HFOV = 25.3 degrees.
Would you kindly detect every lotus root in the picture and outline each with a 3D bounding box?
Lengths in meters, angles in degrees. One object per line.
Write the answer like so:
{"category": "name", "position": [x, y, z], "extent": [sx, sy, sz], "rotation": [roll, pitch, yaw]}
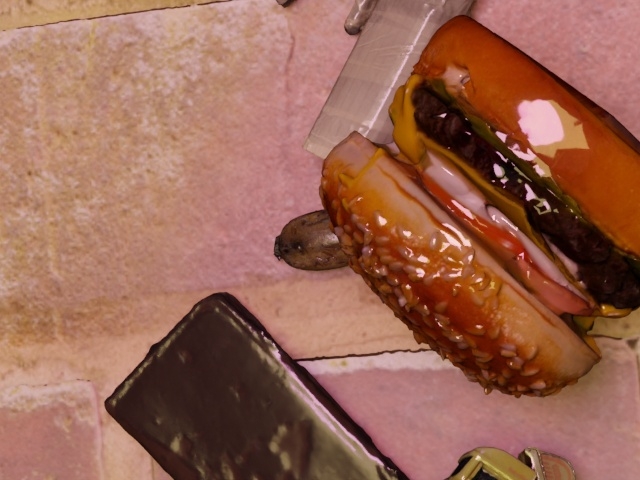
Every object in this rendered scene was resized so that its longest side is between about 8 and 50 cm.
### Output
{"category": "lotus root", "position": [0.000, 0.000, 1.259], "extent": [0.099, 0.049, 0.054], "rotation": [-10, 88, 21]}

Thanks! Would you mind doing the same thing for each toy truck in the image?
{"category": "toy truck", "position": [0.184, 0.240, 1.172], "extent": [0.191, 0.085, 0.116], "rotation": [34, 74, 5]}

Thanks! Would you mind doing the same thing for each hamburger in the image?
{"category": "hamburger", "position": [0.139, -0.015, 1.108], "extent": [0.291, 0.291, 0.225], "rotation": [43, 94, 13]}

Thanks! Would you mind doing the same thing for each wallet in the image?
{"category": "wallet", "position": [-0.041, 0.199, 1.267], "extent": [0.309, 0.042, 0.165], "rotation": [45, 100, 12]}

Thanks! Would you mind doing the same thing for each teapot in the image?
{"category": "teapot", "position": [0.055, -0.156, 1.237], "extent": [0.107, 0.077, 0.200], "rotation": [32, 98, 34]}

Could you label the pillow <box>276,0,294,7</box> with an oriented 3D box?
{"category": "pillow", "position": [-0.023, -0.341, 1.276], "extent": [0.148, 0.050, 0.230], "rotation": [-26, 82, 7]}
